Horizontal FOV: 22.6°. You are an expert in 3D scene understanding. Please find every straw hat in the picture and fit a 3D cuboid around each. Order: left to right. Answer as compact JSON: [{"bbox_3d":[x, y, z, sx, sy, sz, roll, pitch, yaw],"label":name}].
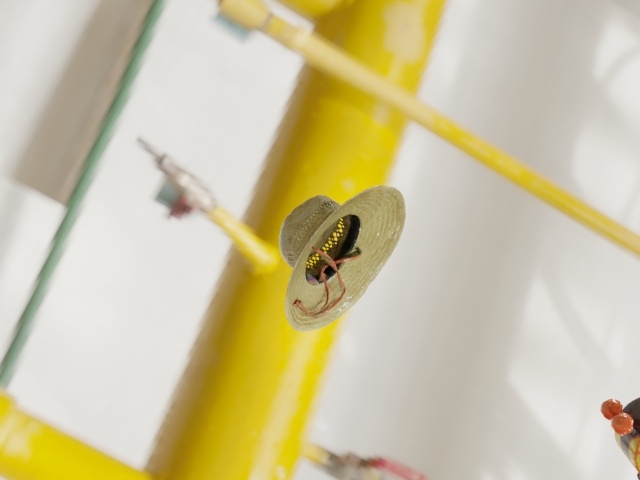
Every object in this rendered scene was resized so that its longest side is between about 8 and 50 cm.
[{"bbox_3d":[0.000,0.000,1.327,0.061,0.144,0.144,39,-79,29],"label":"straw hat"}]

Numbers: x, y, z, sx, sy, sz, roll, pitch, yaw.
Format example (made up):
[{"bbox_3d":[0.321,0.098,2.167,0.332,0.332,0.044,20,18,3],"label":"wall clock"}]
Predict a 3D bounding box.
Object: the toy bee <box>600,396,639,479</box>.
[{"bbox_3d":[0.360,0.188,1.557,0.298,0.162,0.195,-55,-150,-10],"label":"toy bee"}]
